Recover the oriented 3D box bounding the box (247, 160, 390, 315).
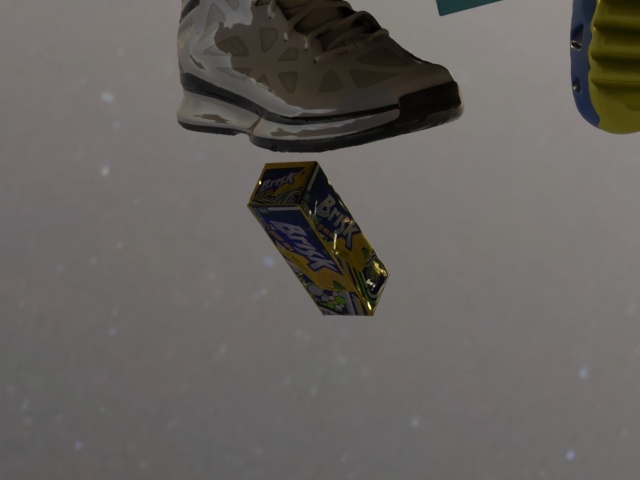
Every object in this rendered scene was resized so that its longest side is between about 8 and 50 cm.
[{"bbox_3d":[0.000,0.000,1.759,0.059,0.169,0.054,-1,-128,32],"label":"box"}]

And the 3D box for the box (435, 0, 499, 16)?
[{"bbox_3d":[0.251,-0.360,2.349,0.244,0.060,0.100,-14,-106,4],"label":"box"}]

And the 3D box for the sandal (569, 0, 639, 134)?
[{"bbox_3d":[0.255,-0.239,1.516,0.126,0.317,0.138,13,176,-24],"label":"sandal"}]

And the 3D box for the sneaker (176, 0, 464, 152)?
[{"bbox_3d":[-0.029,-0.239,2.030,0.169,0.257,0.447,-16,-164,-35],"label":"sneaker"}]
